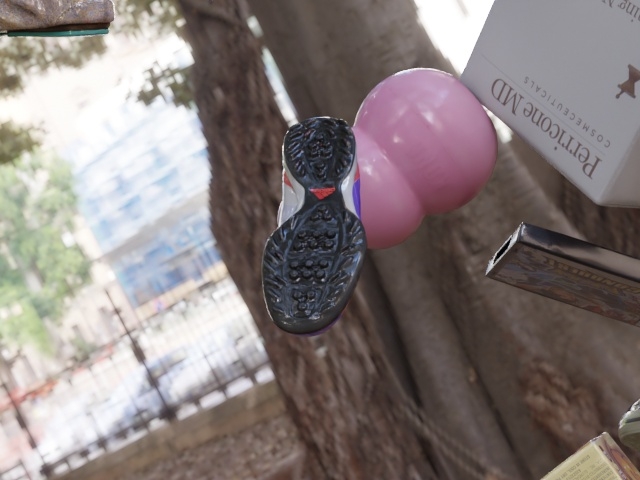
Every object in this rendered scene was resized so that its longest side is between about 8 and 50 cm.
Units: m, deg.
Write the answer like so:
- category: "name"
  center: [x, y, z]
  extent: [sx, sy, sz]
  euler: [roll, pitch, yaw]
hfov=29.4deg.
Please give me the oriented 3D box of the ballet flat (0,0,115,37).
- category: "ballet flat"
  center: [-0.370, -0.281, 1.412]
  extent: [0.316, 0.106, 0.107]
  euler: [-1, 13, 26]

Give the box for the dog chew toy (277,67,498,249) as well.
- category: "dog chew toy"
  center: [0.080, -0.084, 1.679]
  extent: [0.332, 0.206, 0.206]
  euler: [-39, 0, -3]

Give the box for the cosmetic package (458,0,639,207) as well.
- category: "cosmetic package"
  center: [0.456, -0.284, 1.583]
  extent: [0.327, 0.329, 0.394]
  euler: [1, -57, -36]

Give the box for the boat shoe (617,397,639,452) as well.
- category: "boat shoe"
  center: [0.518, 0.209, 1.632]
  extent: [0.156, 0.187, 0.500]
  euler: [-63, -16, -19]

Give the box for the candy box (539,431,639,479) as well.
- category: "candy box"
  center: [0.374, 0.363, 1.332]
  extent: [0.087, 0.316, 0.183]
  euler: [-41, -15, 10]

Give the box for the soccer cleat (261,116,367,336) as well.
- category: "soccer cleat"
  center: [0.000, 0.000, 1.333]
  extent: [0.108, 0.116, 0.318]
  euler: [-3, 43, 5]

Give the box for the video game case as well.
- category: "video game case"
  center: [0.389, 0.058, 1.735]
  extent: [0.248, 0.275, 0.035]
  euler: [100, -172, -77]
